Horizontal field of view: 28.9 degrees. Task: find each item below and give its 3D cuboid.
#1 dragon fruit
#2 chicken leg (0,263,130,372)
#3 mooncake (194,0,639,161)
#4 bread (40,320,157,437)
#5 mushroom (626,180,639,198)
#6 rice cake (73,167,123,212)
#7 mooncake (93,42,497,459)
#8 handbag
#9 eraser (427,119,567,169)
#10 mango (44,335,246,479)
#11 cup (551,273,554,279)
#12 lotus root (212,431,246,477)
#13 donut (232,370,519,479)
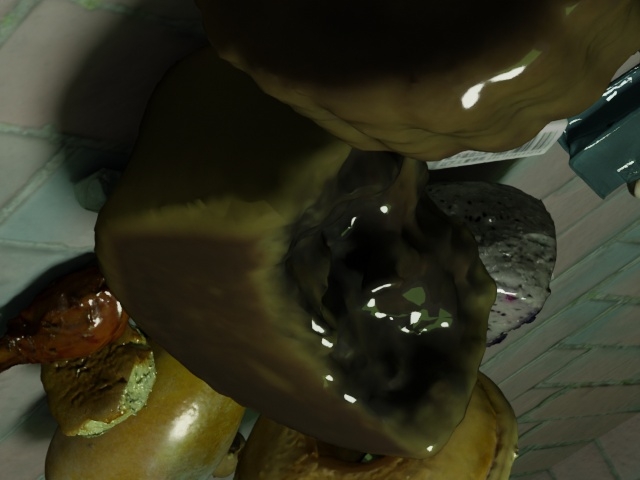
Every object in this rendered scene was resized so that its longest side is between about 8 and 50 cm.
[{"bbox_3d":[0.141,0.021,1.555,0.221,0.204,0.283,17,148,-15],"label":"dragon fruit"},{"bbox_3d":[-0.334,0.121,1.421,0.304,0.093,0.113,-30,167,20],"label":"chicken leg"},{"bbox_3d":[0.081,-0.211,0.853,0.324,0.324,0.187,-33,155,16],"label":"mooncake"},{"bbox_3d":[-0.270,0.167,1.516,0.140,0.128,0.069,-30,160,7],"label":"bread"},{"bbox_3d":[0.537,-0.082,1.714,0.243,0.244,0.243,-21,156,-10],"label":"mushroom"},{"bbox_3d":[-0.155,-0.042,1.303,0.045,0.042,0.245,-22,163,34],"label":"rice cake"},{"bbox_3d":[0.000,0.000,1.140,0.393,0.246,0.394,24,148,-4],"label":"mooncake"},{"bbox_3d":[0.427,-0.153,1.591,0.229,0.062,0.179,-34,146,18],"label":"handbag"},{"bbox_3d":[0.142,-0.141,1.291,0.210,0.124,0.068,-9,152,-32],"label":"eraser"},{"bbox_3d":[-0.213,0.235,1.643,0.384,0.199,0.221,-46,147,14],"label":"mango"},{"bbox_3d":[0.292,0.040,1.898,0.099,0.102,0.074,-26,118,4],"label":"cup"},{"bbox_3d":[-0.161,0.364,2.108,0.073,0.062,0.150,-39,166,-30],"label":"lotus root"},{"bbox_3d":[0.083,0.329,1.841,0.448,0.449,0.198,-22,129,-7],"label":"donut"}]
